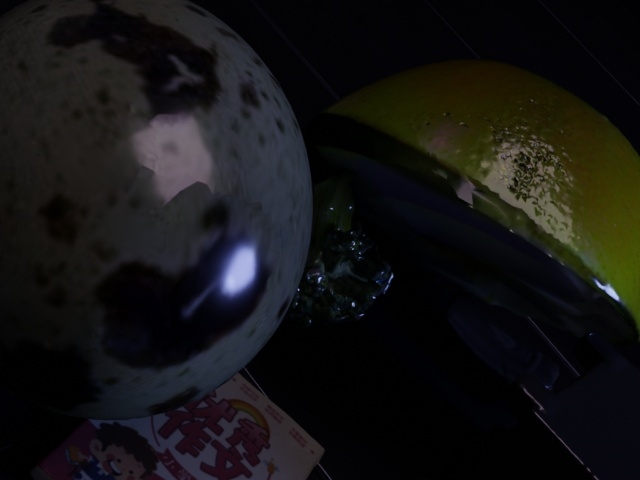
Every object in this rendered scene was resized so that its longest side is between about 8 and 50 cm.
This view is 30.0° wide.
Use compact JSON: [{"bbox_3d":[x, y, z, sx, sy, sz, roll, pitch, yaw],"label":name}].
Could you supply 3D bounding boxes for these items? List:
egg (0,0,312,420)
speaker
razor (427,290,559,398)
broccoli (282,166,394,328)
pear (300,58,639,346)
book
[{"bbox_3d":[-0.150,-0.037,0.873,0.287,0.287,0.379,30,18,-20],"label":"egg"},{"bbox_3d":[0.240,0.246,1.054,0.254,0.184,0.232,47,29,17],"label":"speaker"},{"bbox_3d":[0.182,0.119,1.273,0.148,0.054,0.090,39,23,8],"label":"razor"},{"bbox_3d":[0.000,0.000,1.127,0.154,0.160,0.167,25,33,32],"label":"broccoli"},{"bbox_3d":[0.179,-0.056,1.171,0.399,0.165,0.399,31,-8,5],"label":"pear"},{"bbox_3d":[-0.099,0.170,0.921,0.162,0.022,0.232,43,31,2],"label":"book"}]
